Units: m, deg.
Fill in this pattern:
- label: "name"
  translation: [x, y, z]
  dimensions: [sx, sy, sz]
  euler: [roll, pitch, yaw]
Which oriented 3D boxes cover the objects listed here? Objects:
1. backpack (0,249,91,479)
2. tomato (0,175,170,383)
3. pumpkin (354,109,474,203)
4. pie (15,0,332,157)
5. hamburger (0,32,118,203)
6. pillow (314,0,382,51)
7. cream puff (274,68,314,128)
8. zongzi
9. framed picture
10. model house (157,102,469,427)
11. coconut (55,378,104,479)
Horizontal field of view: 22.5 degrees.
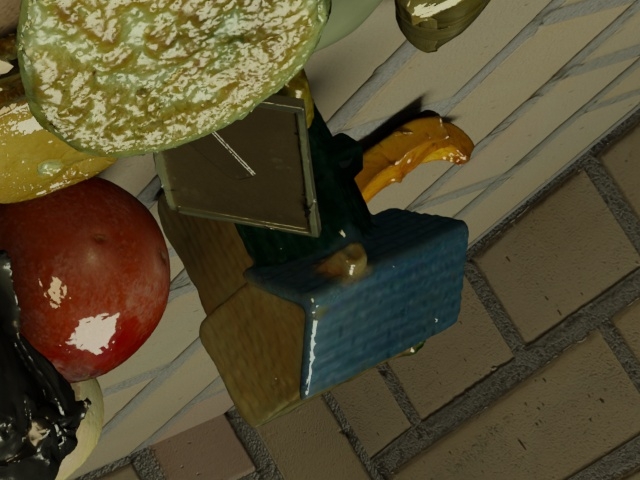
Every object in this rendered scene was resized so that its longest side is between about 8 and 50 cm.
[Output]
- label: "backpack"
  translation: [-0.433, 0.115, 1.737]
  dimensions: [0.255, 0.363, 0.445]
  euler: [-45, 162, -16]
- label: "tomato"
  translation: [-0.313, 0.054, 1.993]
  dimensions: [0.265, 0.265, 0.265]
  euler: [-30, 168, -7]
- label: "pumpkin"
  translation: [0.126, -0.123, 2.710]
  dimensions: [0.258, 0.095, 0.290]
  euler: [-37, 171, 7]
- label: "pie"
  translation: [-0.143, -0.203, 1.484]
  dimensions: [0.323, 0.070, 0.323]
  euler: [-18, 138, -17]
- label: "hamburger"
  translation: [-0.289, -0.132, 1.601]
  dimensions: [0.215, 0.122, 0.189]
  euler: [-26, 160, -9]
- label: "pillow"
  translation: [-0.002, -0.289, 1.657]
  dimensions: [0.255, 0.119, 0.322]
  euler: [-25, 164, -38]
- label: "cream puff"
  translation: [-0.073, -0.189, 1.893]
  dimensions: [0.116, 0.146, 0.146]
  euler: [-13, 168, 0]
- label: "zongzi"
  translation: [0.193, -0.348, 1.967]
  dimensions: [0.256, 0.115, 0.228]
  euler: [-42, 172, 0]
- label: "framed picture"
  translation: [-0.107, -0.096, 1.925]
  dimensions: [0.281, 0.209, 0.019]
  euler: [85, 18, -58]
- label: "model house"
  translation: [0.000, 0.000, 2.213]
  dimensions: [0.335, 0.382, 0.342]
  euler: [-24, 168, -35]
- label: "coconut"
  translation: [-0.417, 0.214, 2.145]
  dimensions: [0.239, 0.239, 0.244]
  euler: [-31, 161, 0]
